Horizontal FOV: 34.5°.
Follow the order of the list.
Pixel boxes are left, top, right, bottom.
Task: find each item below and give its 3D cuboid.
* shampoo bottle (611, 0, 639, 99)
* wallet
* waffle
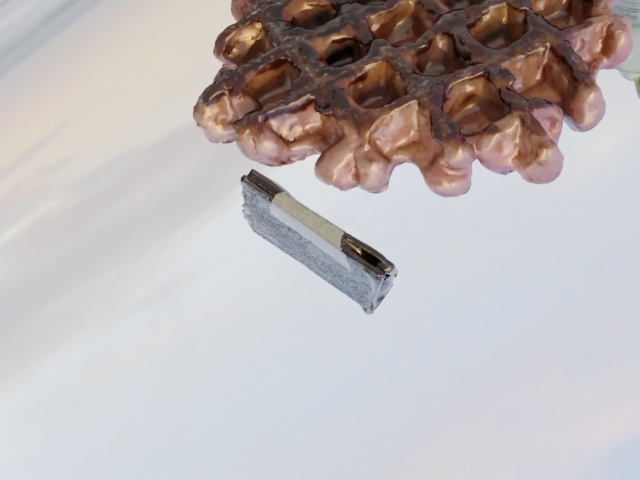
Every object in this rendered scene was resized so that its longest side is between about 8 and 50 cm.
[{"bbox_3d":[0.284,-0.226,0.915,0.085,0.262,0.085,-6,-117,11],"label":"shampoo bottle"},{"bbox_3d":[0.000,0.000,1.353,0.071,0.221,0.262,-53,172,-6],"label":"wallet"},{"bbox_3d":[0.054,-0.116,0.550,0.221,0.055,0.234,7,-126,19],"label":"waffle"}]
